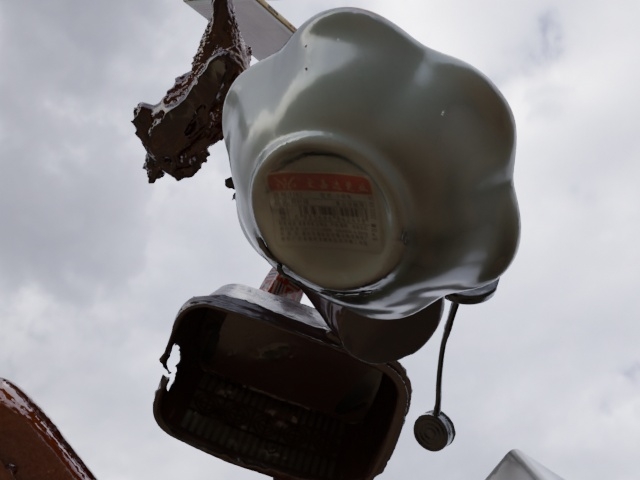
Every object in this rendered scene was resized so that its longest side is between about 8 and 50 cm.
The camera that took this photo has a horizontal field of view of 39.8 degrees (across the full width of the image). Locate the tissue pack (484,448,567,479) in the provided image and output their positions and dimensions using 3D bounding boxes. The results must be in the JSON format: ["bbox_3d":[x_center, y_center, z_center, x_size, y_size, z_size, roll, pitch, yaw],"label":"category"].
[{"bbox_3d":[0.270,0.441,1.228,0.159,0.136,0.246,34,-82,-27],"label":"tissue pack"}]

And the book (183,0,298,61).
[{"bbox_3d":[-0.083,-0.324,1.416,0.170,0.018,0.242,12,-15,44],"label":"book"}]

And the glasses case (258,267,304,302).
[{"bbox_3d":[-0.082,0.121,1.409,0.049,0.194,0.073,-1,-31,47],"label":"glasses case"}]

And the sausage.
[{"bbox_3d":[-0.329,0.294,1.073,0.102,0.102,0.330,-30,-79,27],"label":"sausage"}]

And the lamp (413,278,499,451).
[{"bbox_3d":[0.182,0.186,1.388,0.130,0.108,0.371,28,-60,22],"label":"lamp"}]

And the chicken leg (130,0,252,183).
[{"bbox_3d":[-0.112,-0.148,0.833,0.090,0.048,0.219,29,-78,-9],"label":"chicken leg"}]

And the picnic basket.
[{"bbox_3d":[-0.042,0.172,1.090,0.297,0.129,0.222,20,-69,1],"label":"picnic basket"}]

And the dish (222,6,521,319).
[{"bbox_3d":[0.016,-0.029,0.577,0.230,0.081,0.229,13,-58,22],"label":"dish"}]

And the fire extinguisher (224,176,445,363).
[{"bbox_3d":[0.000,0.000,0.979,0.136,0.337,0.114,1,-65,-24],"label":"fire extinguisher"}]
